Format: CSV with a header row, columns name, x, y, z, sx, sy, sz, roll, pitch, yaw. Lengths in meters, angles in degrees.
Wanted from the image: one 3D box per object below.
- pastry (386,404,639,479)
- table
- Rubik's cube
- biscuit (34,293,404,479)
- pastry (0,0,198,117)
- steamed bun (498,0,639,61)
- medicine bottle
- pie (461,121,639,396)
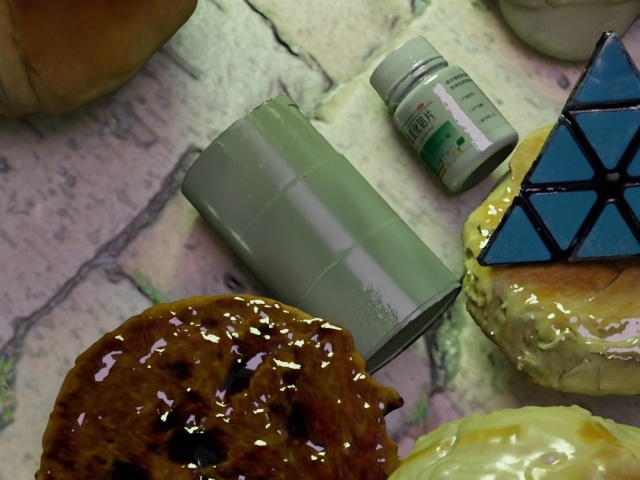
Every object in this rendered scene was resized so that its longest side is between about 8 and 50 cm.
name,x,y,z,sx,sy,sz,roll,pitch,yaw
pastry,0.176,0.306,1.090,0.313,0.388,0.388,12,56,39
table,0.000,0.000,1.341,0.126,0.126,0.220,-37,78,-24
Rubik's cube,0.265,-0.051,1.321,0.178,0.211,0.190,31,22,5
biscuit,-0.079,0.200,1.229,0.290,0.081,0.334,11,66,14
pastry,-0.283,-0.294,1.353,0.410,0.245,0.409,4,64,-8
steamed bun,0.243,-0.299,1.517,0.211,0.144,0.218,41,65,8
medicine bottle,0.109,-0.114,1.441,0.080,0.080,0.130,-34,76,-23
pie,0.275,0.003,1.355,0.340,0.083,0.339,-4,39,3
